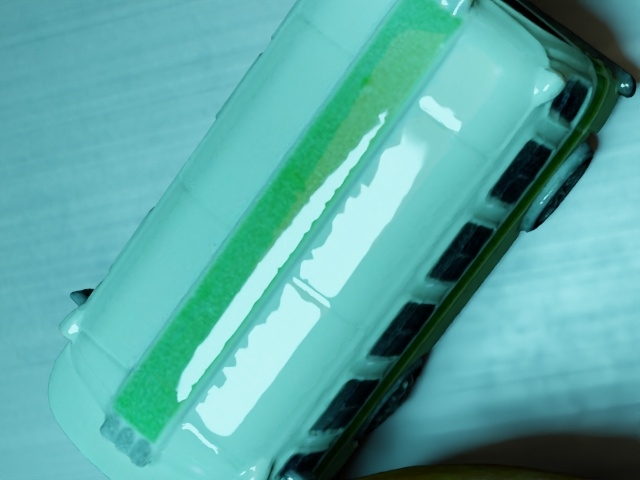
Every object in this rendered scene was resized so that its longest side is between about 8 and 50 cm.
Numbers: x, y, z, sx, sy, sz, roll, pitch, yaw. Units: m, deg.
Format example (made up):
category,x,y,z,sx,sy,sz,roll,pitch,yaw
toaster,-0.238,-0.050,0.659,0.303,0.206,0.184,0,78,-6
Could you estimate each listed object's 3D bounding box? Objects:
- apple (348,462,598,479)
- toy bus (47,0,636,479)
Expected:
category,x,y,z,sx,sy,sz,roll,pitch,yaw
apple,0.083,0.231,0.558,0.275,0.299,0.299,-11,88,4
toy bus,0.000,0.000,0.638,0.134,0.165,0.276,38,100,13
